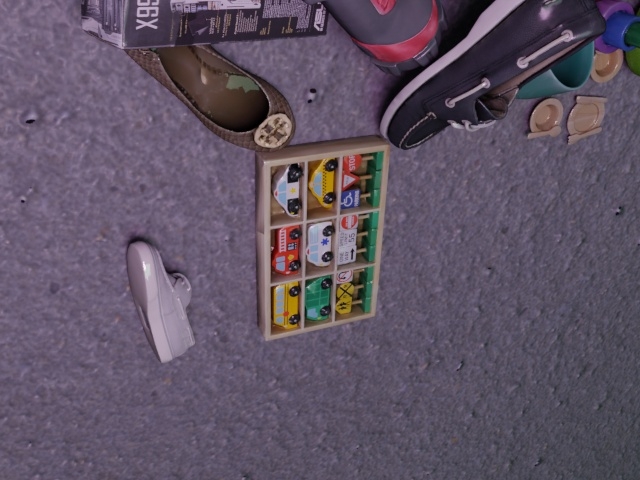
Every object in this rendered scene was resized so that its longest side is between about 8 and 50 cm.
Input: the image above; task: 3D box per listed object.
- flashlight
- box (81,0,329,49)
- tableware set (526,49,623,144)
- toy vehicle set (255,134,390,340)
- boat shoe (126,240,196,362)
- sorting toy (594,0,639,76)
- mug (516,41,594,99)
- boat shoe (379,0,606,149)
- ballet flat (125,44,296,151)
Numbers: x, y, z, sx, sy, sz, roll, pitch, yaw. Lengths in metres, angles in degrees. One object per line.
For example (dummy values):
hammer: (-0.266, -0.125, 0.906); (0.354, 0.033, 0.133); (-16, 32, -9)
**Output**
flashlight: (0.048, -0.244, 0.694); (0.103, 0.103, 0.304); (-9, 172, 17)
box: (-0.081, -0.329, 0.640); (0.243, 0.077, 0.307); (-18, 129, -41)
tableware set: (0.351, -0.208, 1.016); (0.141, 0.020, 0.168); (-7, 122, -23)
toy vehicle set: (0.000, 0.000, 0.959); (0.166, 0.035, 0.266); (-11, 124, -21)
boat shoe: (-0.186, 0.071, 0.896); (0.063, 0.066, 0.184); (-24, 127, -25)
sorting toy: (0.512, -0.260, 0.981); (0.366, 0.126, 0.127); (-4, 120, -32)
mug: (0.261, -0.235, 0.895); (0.158, 0.097, 0.129); (-2, 89, -44)
boat shoe: (0.175, -0.171, 0.813); (0.114, 0.091, 0.302); (-25, 169, -35)
ballet flat: (-0.116, -0.167, 0.783); (0.084, 0.058, 0.250); (-48, 127, 5)
